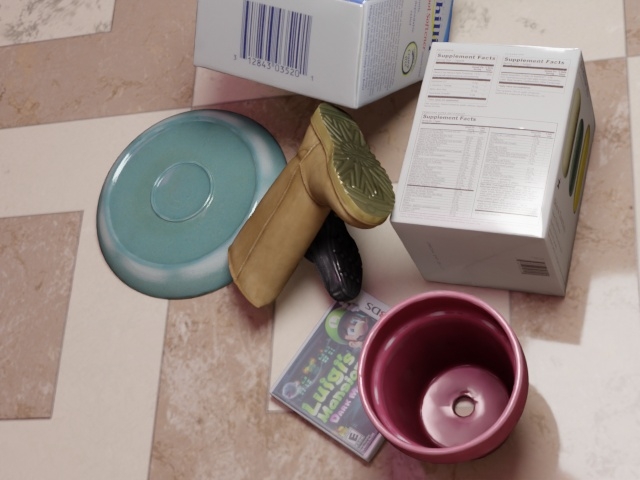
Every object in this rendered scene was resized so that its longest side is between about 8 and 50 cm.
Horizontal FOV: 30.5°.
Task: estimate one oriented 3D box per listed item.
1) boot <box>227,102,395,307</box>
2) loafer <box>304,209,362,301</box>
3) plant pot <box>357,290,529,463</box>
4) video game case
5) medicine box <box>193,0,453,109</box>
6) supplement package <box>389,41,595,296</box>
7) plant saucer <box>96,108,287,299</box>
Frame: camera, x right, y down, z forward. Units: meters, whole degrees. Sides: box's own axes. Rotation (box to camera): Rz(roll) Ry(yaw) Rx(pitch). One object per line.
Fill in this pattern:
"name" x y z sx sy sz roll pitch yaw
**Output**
"boot" -0.019 -0.012 1.531 0.269 0.089 0.236 -56 29 29
"loafer" 0.000 0.000 1.638 0.078 0.076 0.223 -36 50 22
"plant pot" 0.162 0.185 1.433 0.201 0.180 0.201 -8 63 16
"video game case" 0.050 0.172 1.570 0.173 0.022 0.190 31 79 29
"medicine box" 0.010 -0.310 1.649 0.263 0.289 0.149 18 117 25
"supplement package" 0.232 -0.092 1.525 0.198 0.199 0.263 6 69 22
"plant saucer" -0.201 -0.067 1.758 0.317 0.044 0.318 -8 63 16
